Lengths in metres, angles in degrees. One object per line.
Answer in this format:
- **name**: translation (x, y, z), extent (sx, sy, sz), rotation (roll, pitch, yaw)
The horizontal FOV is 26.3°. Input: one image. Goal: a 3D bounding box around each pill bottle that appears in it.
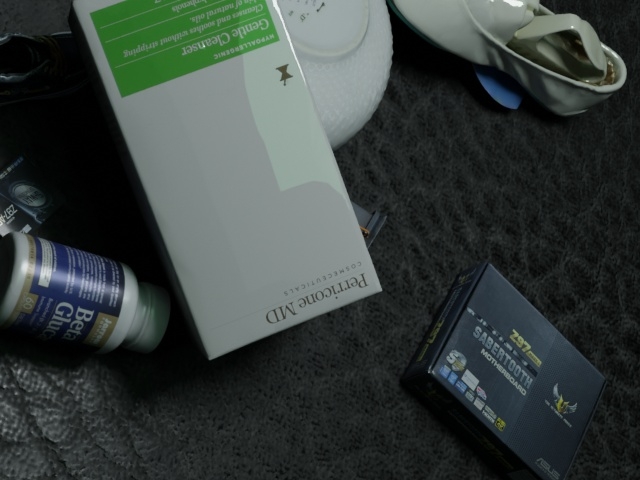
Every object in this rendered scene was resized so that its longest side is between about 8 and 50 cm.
- **pill bottle**: translation (-0.236, 0.057, 1.330), extent (0.169, 0.094, 0.094), rotation (18, 64, -30)

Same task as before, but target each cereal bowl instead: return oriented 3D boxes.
- **cereal bowl**: translation (-0.048, -0.254, 1.552), extent (0.339, 0.141, 0.339), rotation (13, 67, -33)

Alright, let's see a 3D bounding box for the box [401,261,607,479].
- **box**: translation (0.226, 0.168, 1.647), extent (0.232, 0.059, 0.183), rotation (45, 52, -15)

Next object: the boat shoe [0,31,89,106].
- **boat shoe**: translation (-0.282, -0.180, 1.390), extent (0.183, 0.083, 0.065), rotation (-27, 90, -39)

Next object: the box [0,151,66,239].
- **box**: translation (-0.304, -0.038, 1.364), extent (0.067, 0.018, 0.083), rotation (50, 52, -10)

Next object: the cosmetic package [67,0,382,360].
- **cosmetic package**: translation (-0.099, -0.088, 1.371), extent (0.197, 0.155, 0.366), rotation (-23, 96, -10)

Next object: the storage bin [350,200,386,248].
- **storage bin**: translation (0.000, 0.000, 1.530), extent (0.091, 0.098, 0.135), rotation (37, 55, -7)

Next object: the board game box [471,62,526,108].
- **board game box**: translation (0.234, -0.252, 1.821), extent (0.133, 0.033, 0.169), rotation (54, 48, -24)

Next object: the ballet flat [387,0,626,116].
- **ballet flat**: translation (0.249, -0.274, 1.722), extent (0.400, 0.139, 0.139), rotation (25, 60, -41)
